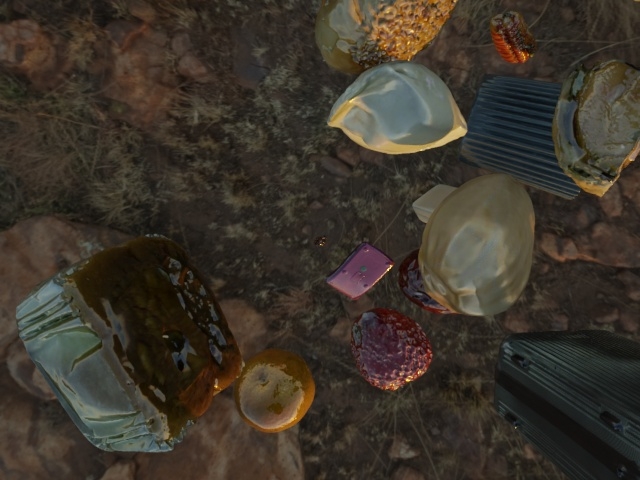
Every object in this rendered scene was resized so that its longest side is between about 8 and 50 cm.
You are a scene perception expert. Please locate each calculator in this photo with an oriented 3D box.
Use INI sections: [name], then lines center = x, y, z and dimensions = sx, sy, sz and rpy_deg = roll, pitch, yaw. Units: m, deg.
[calculator]
center = 0.116, 0.094, 1.525
dimensions = 0.127, 0.034, 0.190
rpy_deg = 34, 120, -17

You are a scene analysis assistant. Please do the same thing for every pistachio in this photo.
[pistachio]
center = 0.226, 0.001, 0.725
dimensions = 0.157, 0.229, 0.157
rpy_deg = 23, 146, 17

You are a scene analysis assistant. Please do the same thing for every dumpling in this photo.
[dumpling]
center = 0.119, -0.196, 0.826
dimensions = 0.179, 0.252, 0.131
rpy_deg = -28, 63, 41

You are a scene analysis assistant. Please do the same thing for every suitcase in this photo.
[suitcase]
center = 0.357, 0.203, 0.587
dimensions = 0.202, 0.312, 0.128
rpy_deg = 1, 100, -14

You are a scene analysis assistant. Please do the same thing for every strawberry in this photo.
[strawberry]
center = 0.250, 0.402, 1.883
dimensions = 0.292, 0.310, 0.291
rpy_deg = -8, 71, 25

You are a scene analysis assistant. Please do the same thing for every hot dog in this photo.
[hot dog]
center = 0.311, -0.325, 0.830
dimensions = 0.062, 0.144, 0.038
rpy_deg = -5, 81, 30

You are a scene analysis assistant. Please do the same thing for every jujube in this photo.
[jujube]
center = 0.357, 0.109, 1.415
dimensions = 0.290, 0.197, 0.197
rpy_deg = 6, 107, 29

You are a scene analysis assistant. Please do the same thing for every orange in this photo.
[orange]
center = -0.086, 0.289, 0.988
dimensions = 0.159, 0.159, 0.136
rpy_deg = -15, 145, 11

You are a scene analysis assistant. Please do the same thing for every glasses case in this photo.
[glasses case]
center = 0.415, -0.095, 1.590
dimensions = 0.131, 0.313, 0.070
rpy_deg = -37, 113, -9

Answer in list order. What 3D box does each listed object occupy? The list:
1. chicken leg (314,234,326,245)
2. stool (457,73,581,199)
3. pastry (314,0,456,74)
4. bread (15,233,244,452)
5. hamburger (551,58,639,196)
[chicken leg]
center = -0.002, 0.001, 1.453
dimensions = 0.036, 0.083, 0.021
rpy_deg = -16, 102, 7
[stool]
center = 0.575, -0.298, 1.421
dimensions = 0.330, 0.297, 0.297
rpy_deg = 17, 107, 14
[pastry]
center = 0.177, -0.580, 1.294
dimensions = 0.409, 0.409, 0.245
rpy_deg = -40, 86, 16
[bread]
center = -0.188, 0.103, 0.551
dimensions = 0.110, 0.192, 0.210
rpy_deg = -26, 96, 24
[hamburger]
center = 0.440, -0.169, 0.824
dimensions = 0.155, 0.135, 0.207
rpy_deg = 24, 81, 21
